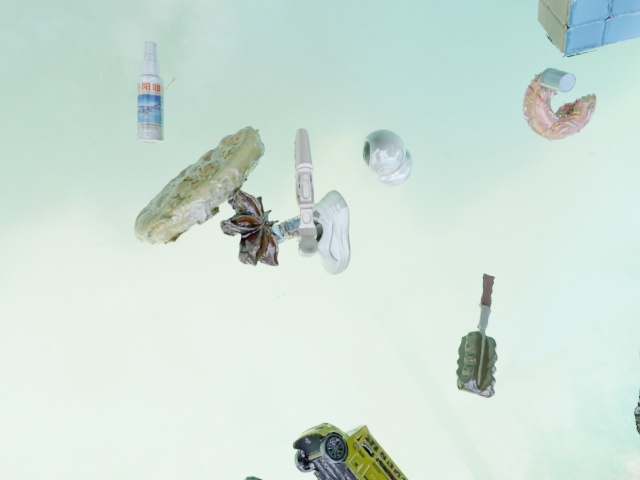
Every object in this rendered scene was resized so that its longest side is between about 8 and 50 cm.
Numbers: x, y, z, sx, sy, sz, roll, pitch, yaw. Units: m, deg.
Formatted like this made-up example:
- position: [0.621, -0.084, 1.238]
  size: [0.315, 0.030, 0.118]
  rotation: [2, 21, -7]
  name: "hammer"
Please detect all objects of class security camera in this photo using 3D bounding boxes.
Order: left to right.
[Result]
- position: [0.266, -0.345, 1.955]
  size: [0.194, 0.195, 0.236]
  rotation: [-36, 150, 6]
  name: "security camera"

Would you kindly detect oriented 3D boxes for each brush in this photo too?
- position: [0.359, 0.200, 1.074]
  size: [0.084, 0.301, 0.071]
  rotation: [22, 145, -3]
  name: "brush"

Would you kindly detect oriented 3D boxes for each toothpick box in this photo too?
- position: [0.636, -0.431, 1.291]
  size: [0.052, 0.083, 0.052]
  rotation: [-7, 120, -12]
  name: "toothpick box"

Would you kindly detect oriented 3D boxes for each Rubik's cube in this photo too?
- position: [0.682, -0.625, 1.173]
  size: [0.231, 0.221, 0.225]
  rotation: [-11, 136, 11]
  name: "Rubik's cube"

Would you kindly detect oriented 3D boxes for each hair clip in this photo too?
- position: [-0.026, -0.079, 0.817]
  size: [0.034, 0.072, 0.226]
  rotation: [-3, 96, -5]
  name: "hair clip"

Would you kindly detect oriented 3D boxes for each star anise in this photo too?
- position: [-0.198, -0.024, 1.358]
  size: [0.099, 0.220, 0.214]
  rotation: [-17, 158, 37]
  name: "star anise"

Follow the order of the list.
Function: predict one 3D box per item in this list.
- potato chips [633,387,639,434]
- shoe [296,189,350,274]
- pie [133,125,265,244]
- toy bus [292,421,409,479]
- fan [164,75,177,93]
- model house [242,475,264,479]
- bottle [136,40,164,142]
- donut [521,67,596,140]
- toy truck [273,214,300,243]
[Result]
- position: [0.504, 0.240, 0.578]
  size: [0.029, 0.220, 0.202]
  rotation: [16, 140, -42]
  name: "potato chips"
- position: [0.000, 0.000, 1.490]
  size: [0.159, 0.124, 0.316]
  rotation: [-20, 131, -26]
  name: "shoe"
- position: [-0.258, -0.112, 1.023]
  size: [0.339, 0.339, 0.083]
  rotation: [-37, 115, 8]
  name: "pie"
- position: [0.093, 0.539, 1.083]
  size: [0.151, 0.331, 0.145]
  rotation: [-34, 172, -45]
  name: "toy bus"
- position: [-0.446, -0.459, 1.423]
  size: [0.003, 0.080, 0.060]
  rotation: [38, 93, -14]
  name: "fan"
- position: [-0.135, 0.475, 0.872]
  size: [0.078, 0.066, 0.083]
  rotation: [28, 92, 3]
  name: "model house"
- position: [-0.378, -0.328, 1.068]
  size: [0.060, 0.060, 0.217]
  rotation: [-1, 91, -27]
  name: "bottle"
- position: [0.760, -0.425, 1.538]
  size: [0.232, 0.085, 0.199]
  rotation: [27, 96, -6]
  name: "donut"
- position: [-0.128, -0.048, 1.939]
  size: [0.177, 0.080, 0.115]
  rotation: [-21, 171, 10]
  name: "toy truck"
